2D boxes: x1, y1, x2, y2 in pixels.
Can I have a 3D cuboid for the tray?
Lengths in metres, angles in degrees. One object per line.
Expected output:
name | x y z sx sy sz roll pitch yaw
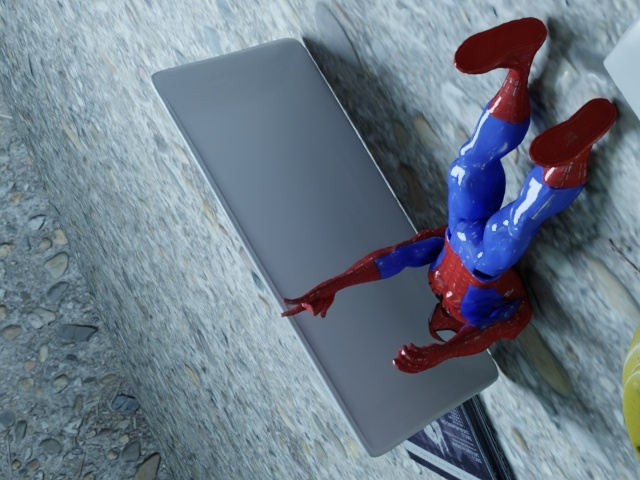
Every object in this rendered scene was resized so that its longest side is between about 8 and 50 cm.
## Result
tray | 0.000 0.000 0.928 0.030 0.145 0.270 -37 81 43

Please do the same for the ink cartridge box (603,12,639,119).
ink cartridge box | 0.160 -0.063 0.404 0.090 0.092 0.143 58 163 12

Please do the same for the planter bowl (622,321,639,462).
planter bowl | 0.183 0.072 0.568 0.217 0.090 0.217 53 163 24

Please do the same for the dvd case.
dvd case | 0.067 0.087 1.089 0.221 0.018 0.164 66 162 -15

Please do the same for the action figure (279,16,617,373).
action figure | 0.059 0.009 0.777 0.091 0.139 0.280 56 166 21
